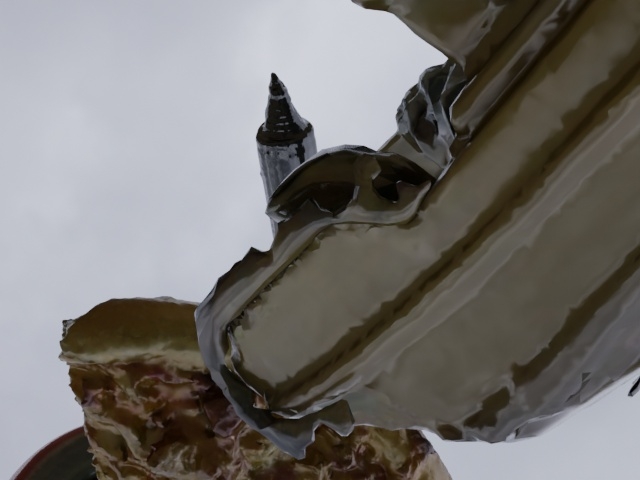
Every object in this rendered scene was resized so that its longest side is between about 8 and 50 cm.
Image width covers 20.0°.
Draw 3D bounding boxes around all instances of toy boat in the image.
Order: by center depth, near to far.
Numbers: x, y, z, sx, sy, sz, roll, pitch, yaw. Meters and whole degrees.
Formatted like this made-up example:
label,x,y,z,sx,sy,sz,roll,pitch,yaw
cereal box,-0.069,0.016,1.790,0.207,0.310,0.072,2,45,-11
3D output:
label,x,y,z,sx,sy,sz,roll,pitch,yaw
toy boat,0.110,-0.122,0.371,0.445,0.162,0.136,-51,178,39

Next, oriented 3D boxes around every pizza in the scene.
label,x,y,z,sx,sy,sz,roll,pitch,yaw
pizza,-0.054,0.160,1.216,0.226,0.335,0.086,-49,-153,16

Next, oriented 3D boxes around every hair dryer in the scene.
label,x,y,z,sx,sy,sz,roll,pitch,yaw
hair dryer,0.000,0.000,1.709,0.189,0.352,0.107,-1,-147,9

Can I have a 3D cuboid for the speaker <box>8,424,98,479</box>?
label,x,y,z,sx,sy,sz,roll,pitch,yaw
speaker,-0.181,0.323,1.774,0.294,0.294,0.294,-15,-142,12
